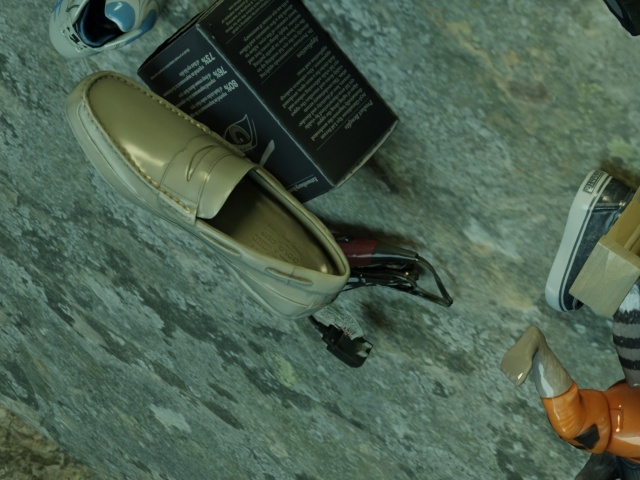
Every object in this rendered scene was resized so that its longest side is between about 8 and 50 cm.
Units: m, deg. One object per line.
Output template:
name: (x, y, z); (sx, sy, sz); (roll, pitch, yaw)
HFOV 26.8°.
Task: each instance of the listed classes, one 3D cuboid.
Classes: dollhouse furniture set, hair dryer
dollhouse furniture set: (0.289, 0.010, 1.013); (0.129, 0.183, 0.129); (35, 151, 13)
hair dryer: (0.000, 0.000, 1.504); (0.293, 0.080, 0.223); (40, 136, -6)

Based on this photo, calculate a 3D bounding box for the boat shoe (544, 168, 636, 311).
boat shoe: (0.256, 0.019, 1.191); (0.083, 0.065, 0.183); (29, 149, 19)

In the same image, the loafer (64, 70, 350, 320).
loafer: (-0.101, -0.053, 1.276); (0.319, 0.112, 0.111); (39, 148, -10)

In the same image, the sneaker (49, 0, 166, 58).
sneaker: (-0.246, -0.238, 1.447); (0.085, 0.086, 0.237); (50, 152, -16)

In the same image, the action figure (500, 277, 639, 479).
action figure: (0.345, 0.158, 1.192); (0.341, 0.178, 0.330); (-12, 146, 16)

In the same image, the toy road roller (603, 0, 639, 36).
toy road roller: (0.257, -0.150, 0.725); (0.329, 0.203, 0.240); (52, -168, -20)

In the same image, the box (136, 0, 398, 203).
box: (-0.053, -0.140, 1.314); (0.207, 0.108, 0.153); (49, 150, -13)
